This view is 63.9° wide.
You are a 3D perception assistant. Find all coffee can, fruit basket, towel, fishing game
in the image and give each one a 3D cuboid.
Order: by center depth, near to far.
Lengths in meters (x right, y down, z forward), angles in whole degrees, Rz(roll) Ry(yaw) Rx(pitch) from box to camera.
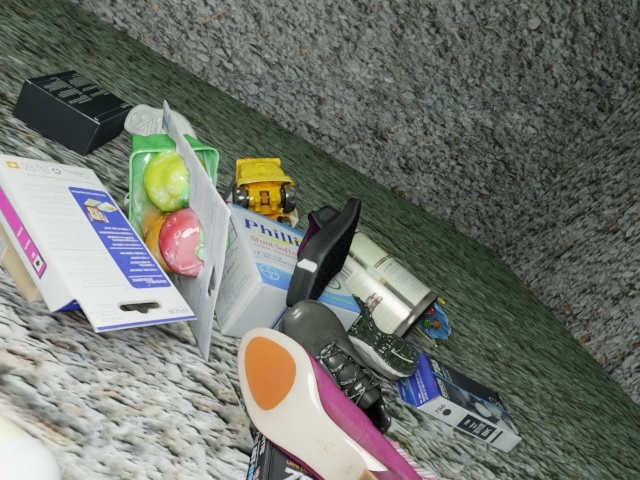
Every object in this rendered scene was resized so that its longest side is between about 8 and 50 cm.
[{"bbox_3d":[0.111,0.359,0.874,0.144,0.029,0.197,31,-11,-12],"label":"towel"},{"bbox_3d":[-0.230,-0.023,0.904,0.165,0.327,0.353,-13,44,-34],"label":"fruit basket"},{"bbox_3d":[0.135,0.129,1.329,0.275,0.202,0.201,41,20,17],"label":"coffee can"},{"bbox_3d":[0.290,0.212,1.448,0.189,0.041,0.264,43,-22,28],"label":"fishing game"}]

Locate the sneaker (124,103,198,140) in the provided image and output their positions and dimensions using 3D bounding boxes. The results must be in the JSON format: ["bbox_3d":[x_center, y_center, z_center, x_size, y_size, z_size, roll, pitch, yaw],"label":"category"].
[{"bbox_3d":[-0.365,-0.241,1.384,0.322,0.130,0.236,31,-4,38],"label":"sneaker"}]

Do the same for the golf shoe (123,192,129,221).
[{"bbox_3d":[-0.351,-0.069,1.171,0.198,0.077,0.094,17,26,-46],"label":"golf shoe"}]

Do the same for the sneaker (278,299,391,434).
[{"bbox_3d":[0.038,0.212,0.847,0.286,0.109,0.130,55,-14,-27],"label":"sneaker"}]

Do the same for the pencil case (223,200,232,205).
[{"bbox_3d":[-0.335,-0.106,1.255,0.236,0.104,0.104,31,19,-17],"label":"pencil case"}]

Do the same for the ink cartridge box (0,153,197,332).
[{"bbox_3d":[-0.358,0.010,0.783,0.371,0.069,0.175,45,20,25],"label":"ink cartridge box"}]

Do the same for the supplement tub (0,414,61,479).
[{"bbox_3d":[-0.336,0.192,0.333,0.324,0.235,0.235,35,19,-1],"label":"supplement tub"}]

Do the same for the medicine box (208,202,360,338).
[{"bbox_3d":[-0.097,0.085,1.122,0.263,0.149,0.289,22,24,-35],"label":"medicine box"}]

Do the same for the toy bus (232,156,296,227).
[{"bbox_3d":[-0.160,-0.108,1.314,0.149,0.220,0.212,-5,40,-16],"label":"toy bus"}]

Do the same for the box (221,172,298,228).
[{"bbox_3d":[-0.176,-0.088,1.469,0.203,0.103,0.114,28,21,-20],"label":"box"}]

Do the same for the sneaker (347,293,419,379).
[{"bbox_3d":[0.098,0.227,1.197,0.271,0.108,0.100,43,56,12],"label":"sneaker"}]

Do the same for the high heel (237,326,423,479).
[{"bbox_3d":[0.014,0.280,0.753,0.377,0.127,0.181,48,3,38],"label":"high heel"}]

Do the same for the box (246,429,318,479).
[{"bbox_3d":[0.030,0.406,0.698,0.295,0.073,0.293,33,20,-11],"label":"box"}]

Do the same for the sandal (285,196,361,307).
[{"bbox_3d":[0.000,-0.002,1.037,0.106,0.168,0.446,20,17,9],"label":"sandal"}]

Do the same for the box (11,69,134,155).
[{"bbox_3d":[-0.615,-0.330,1.305,0.184,0.103,0.261,29,19,-12],"label":"box"}]

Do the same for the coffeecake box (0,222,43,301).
[{"bbox_3d":[-0.419,0.018,0.856,0.142,0.068,0.185,44,21,19],"label":"coffeecake box"}]

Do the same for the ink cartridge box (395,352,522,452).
[{"bbox_3d":[0.329,0.386,1.265,0.332,0.065,0.165,28,21,-17],"label":"ink cartridge box"}]
